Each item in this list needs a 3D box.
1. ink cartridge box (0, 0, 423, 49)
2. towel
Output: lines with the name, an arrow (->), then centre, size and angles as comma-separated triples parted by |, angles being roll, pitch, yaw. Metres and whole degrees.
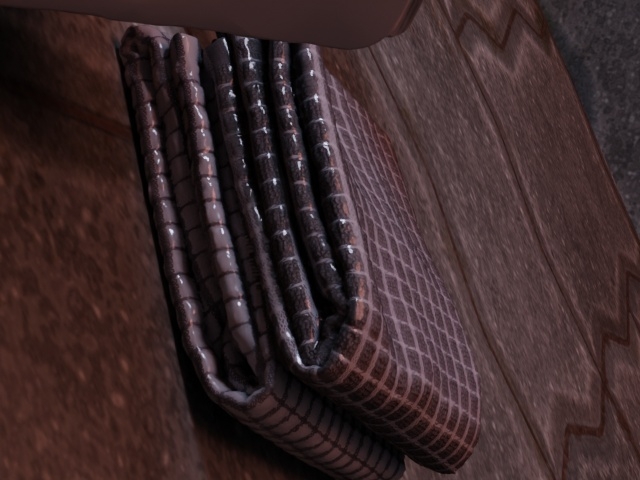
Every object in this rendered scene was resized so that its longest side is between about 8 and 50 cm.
ink cartridge box -> -0.092, -0.309, 0.788 | 0.285, 0.166, 0.395 | 3, 55, -21
towel -> 0.000, 0.000, 0.985 | 0.235, 0.121, 0.283 | 39, 33, -58
